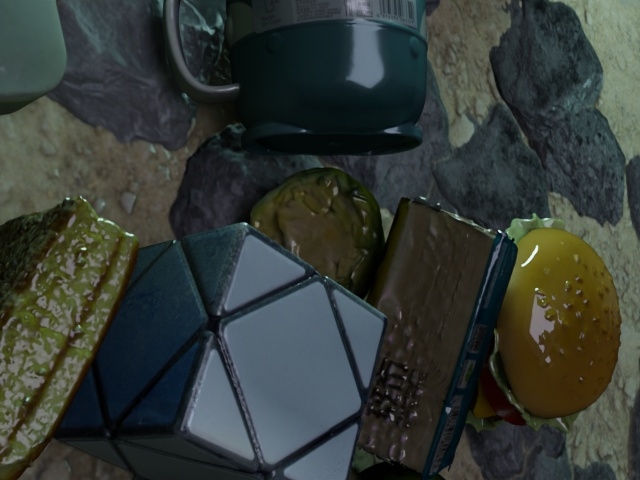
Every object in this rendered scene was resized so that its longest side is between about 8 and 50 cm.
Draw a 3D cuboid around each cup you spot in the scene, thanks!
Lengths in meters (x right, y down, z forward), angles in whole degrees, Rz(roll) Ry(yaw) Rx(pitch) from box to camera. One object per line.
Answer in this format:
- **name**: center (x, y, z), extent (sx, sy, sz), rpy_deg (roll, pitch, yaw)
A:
- **cup**: center (-0.024, -0.228, 1.196), extent (0.289, 0.219, 0.258), rpy_deg (-1, 82, -14)

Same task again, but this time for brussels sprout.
- **brussels sprout**: center (0.003, -0.002, 1.221), extent (0.152, 0.149, 0.122), rpy_deg (-59, 165, 5)

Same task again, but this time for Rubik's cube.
- **Rubik's cube**: center (-0.091, 0.128, 1.048), extent (0.207, 0.205, 0.205), rpy_deg (36, 59, -35)

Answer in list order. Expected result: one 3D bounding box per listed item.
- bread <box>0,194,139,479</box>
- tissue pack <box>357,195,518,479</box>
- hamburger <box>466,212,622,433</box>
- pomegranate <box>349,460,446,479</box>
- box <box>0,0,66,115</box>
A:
- **bread**: center (-0.256, 0.091, 0.913), extent (0.110, 0.184, 0.234), rpy_deg (40, 57, -24)
- **tissue pack**: center (0.114, 0.103, 1.197), extent (0.192, 0.134, 0.271), rpy_deg (25, 83, -76)
- **hamburger**: center (0.258, 0.104, 1.382), extent (0.274, 0.212, 0.275), rpy_deg (10, 75, -43)
- **pomegranate**: center (0.059, 0.308, 1.196), extent (0.209, 0.180, 0.180), rpy_deg (41, 54, -6)
- **box**: center (-0.411, -0.275, 0.902), extent (0.373, 0.090, 0.367), rpy_deg (-12, 89, -44)
